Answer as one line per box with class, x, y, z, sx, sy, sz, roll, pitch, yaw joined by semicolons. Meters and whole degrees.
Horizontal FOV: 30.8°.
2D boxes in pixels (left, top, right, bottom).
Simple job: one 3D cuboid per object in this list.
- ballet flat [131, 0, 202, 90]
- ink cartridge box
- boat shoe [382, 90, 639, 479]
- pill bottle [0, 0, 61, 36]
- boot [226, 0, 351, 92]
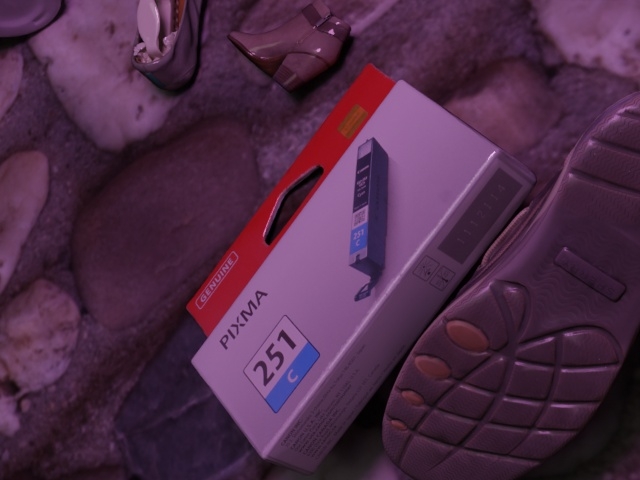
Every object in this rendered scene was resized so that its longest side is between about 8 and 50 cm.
ballet flat;-0.153;-0.258;1.178;0.072;0.068;0.213;-7;71;29
ink cartridge box;0.000;0.000;0.968;0.296;0.066;0.261;-53;41;7
boat shoe;0.177;0.042;0.852;0.132;0.130;0.355;39;113;5
pill bottle;-0.360;-0.332;1.301;0.112;0.112;0.186;-28;62;22
boot;-0.027;-0.194;1.102;0.087;0.042;0.118;-49;58;2
